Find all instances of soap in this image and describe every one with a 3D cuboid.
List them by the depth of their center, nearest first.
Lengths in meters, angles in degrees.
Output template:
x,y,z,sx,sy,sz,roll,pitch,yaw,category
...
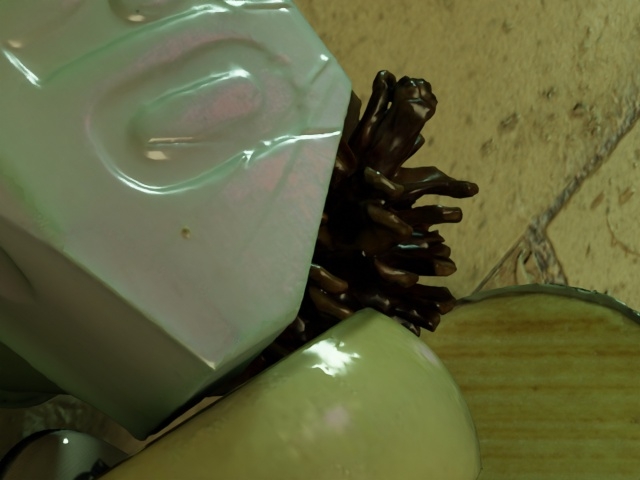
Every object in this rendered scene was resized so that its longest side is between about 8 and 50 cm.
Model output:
x,y,z,sx,sy,sz,roll,pitch,yaw,category
-0.126,-0.088,0.755,0.208,0.115,0.347,-31,83,-37,soap

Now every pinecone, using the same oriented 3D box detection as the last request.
x,y,z,sx,sy,sz,roll,pitch,yaw,category
-0.002,-0.001,0.967,0.185,0.169,0.212,-3,110,-59,pinecone

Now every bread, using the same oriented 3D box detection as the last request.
x,y,z,sx,sy,sz,roll,pitch,yaw,category
0.138,0.154,1.081,0.267,0.267,0.040,-64,161,-18,bread

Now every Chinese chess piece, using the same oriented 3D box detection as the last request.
x,y,z,sx,sy,sz,roll,pitch,yaw,category
-0.044,0.128,0.790,0.251,0.251,0.097,-30,87,-39,Chinese chess piece

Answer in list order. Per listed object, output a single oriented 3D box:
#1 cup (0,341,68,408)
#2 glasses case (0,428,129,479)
x,y,z,sx,sy,sz,roll,pitch,yaw,category
-0.132,0.037,0.859,0.120,0.141,0.120,-8,102,-42,cup
-0.085,0.220,0.970,0.314,0.075,0.122,44,58,-38,glasses case
